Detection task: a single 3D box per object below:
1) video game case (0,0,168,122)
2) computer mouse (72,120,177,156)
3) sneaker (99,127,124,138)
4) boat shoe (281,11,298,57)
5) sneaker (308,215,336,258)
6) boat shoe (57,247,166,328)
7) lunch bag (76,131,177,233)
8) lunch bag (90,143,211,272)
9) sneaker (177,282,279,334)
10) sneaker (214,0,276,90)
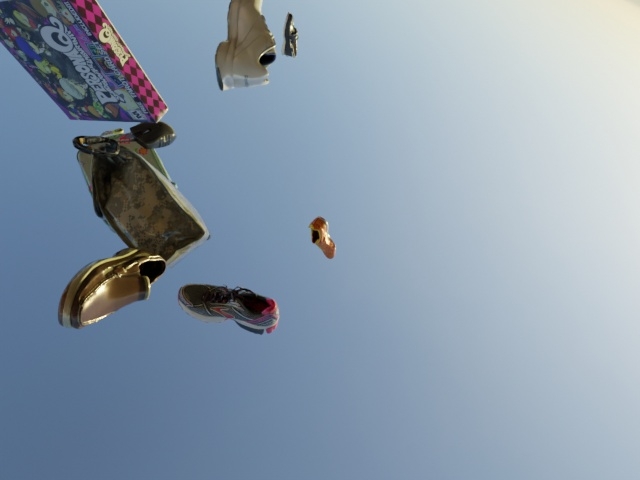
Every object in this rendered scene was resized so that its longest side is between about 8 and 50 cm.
[{"bbox_3d":[-0.363,-0.272,0.613,0.210,0.232,0.042,10,-122,25],"label":"video game case"},{"bbox_3d":[-0.391,-0.218,0.886,0.071,0.041,0.242,48,-147,3],"label":"computer mouse"},{"bbox_3d":[-0.692,-0.345,1.426,0.083,0.035,0.031,-11,-138,3],"label":"sneaker"},{"bbox_3d":[-0.072,-0.499,1.048,0.038,0.125,0.046,18,-115,-1],"label":"boat shoe"},{"bbox_3d":[0.000,0.000,1.367,0.064,0.175,0.067,23,-121,41],"label":"sneaker"},{"bbox_3d":[-0.351,0.075,0.763,0.095,0.095,0.257,10,-159,0],"label":"boat shoe"},{"bbox_3d":[-0.547,-0.165,1.245,0.223,0.108,0.279,-25,-100,-19],"label":"lunch bag"},{"bbox_3d":[-0.404,-0.078,0.995,0.169,0.235,0.287,-39,-83,-9],"label":"lunch bag"},{"bbox_3d":[-0.262,0.173,1.238,0.298,0.112,0.121,12,-130,0],"label":"sneaker"},{"bbox_3d":[-0.162,-0.466,1.010,0.129,0.111,0.297,5,-113,-1],"label":"sneaker"}]
